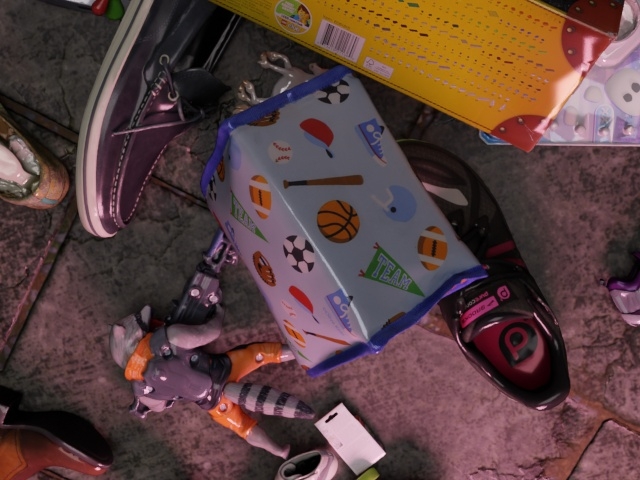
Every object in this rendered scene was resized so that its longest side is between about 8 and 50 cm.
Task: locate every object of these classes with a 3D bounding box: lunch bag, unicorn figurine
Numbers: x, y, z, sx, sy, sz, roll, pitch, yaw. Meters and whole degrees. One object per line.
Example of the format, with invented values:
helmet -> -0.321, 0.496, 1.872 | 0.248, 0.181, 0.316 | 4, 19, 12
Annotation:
lunch bag -> 0.000, 0.000, 1.082 | 0.239, 0.385, 0.328 | -28, 82, -24
unicorn figurine -> -0.055, -0.240, 1.221 | 0.111, 0.060, 0.162 | 36, 113, -5

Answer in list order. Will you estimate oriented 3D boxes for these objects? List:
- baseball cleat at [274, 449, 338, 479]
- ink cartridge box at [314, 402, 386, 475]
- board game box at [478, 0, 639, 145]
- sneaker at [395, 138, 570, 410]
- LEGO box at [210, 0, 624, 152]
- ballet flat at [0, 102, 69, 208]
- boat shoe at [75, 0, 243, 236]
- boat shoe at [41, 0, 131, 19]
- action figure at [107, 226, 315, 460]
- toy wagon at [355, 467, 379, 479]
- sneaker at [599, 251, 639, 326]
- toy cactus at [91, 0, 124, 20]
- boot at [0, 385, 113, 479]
baseball cleat -> -0.066, 0.408, 1.288 | 0.206, 0.109, 0.072 | -45, 57, 0
ink cartridge box -> 0.049, 0.325, 1.313 | 0.063, 0.029, 0.115 | -39, 95, 6
board game box -> 0.444, -0.339, 1.198 | 0.390, 0.050, 0.390 | 1, 98, 1
sneaker -> 0.236, 0.048, 1.181 | 0.185, 0.202, 0.483 | -37, 96, 5
LEGO box -> 0.115, -0.386, 0.982 | 0.500, 0.372, 0.193 | 25, 142, 0
ballet flat -> -0.536, -0.175, 1.203 | 0.348, 0.123, 0.123 | 41, 97, -5
boat shoe -> -0.219, -0.229, 1.159 | 0.156, 0.187, 0.500 | 23, 93, 3
boat shoe -> -0.361, -0.389, 1.189 | 0.228, 0.080, 0.076 | 12, 91, -1
action figure -> -0.163, 0.166, 1.223 | 0.330, 0.178, 0.341 | 17, 100, -11
toy wagon -> 0.080, 0.554, 1.290 | 0.344, 0.068, 0.267 | -43, 73, 8
sneaker -> 0.553, 0.037, 1.239 | 0.223, 0.083, 0.098 | -37, 91, 6
toy cactus -> -0.292, -0.397, 1.056 | 0.112, 0.180, 0.219 | -5, 119, -26
boot -> -0.499, 0.410, 1.300 | 0.264, 0.096, 0.280 | 22, 99, -3
